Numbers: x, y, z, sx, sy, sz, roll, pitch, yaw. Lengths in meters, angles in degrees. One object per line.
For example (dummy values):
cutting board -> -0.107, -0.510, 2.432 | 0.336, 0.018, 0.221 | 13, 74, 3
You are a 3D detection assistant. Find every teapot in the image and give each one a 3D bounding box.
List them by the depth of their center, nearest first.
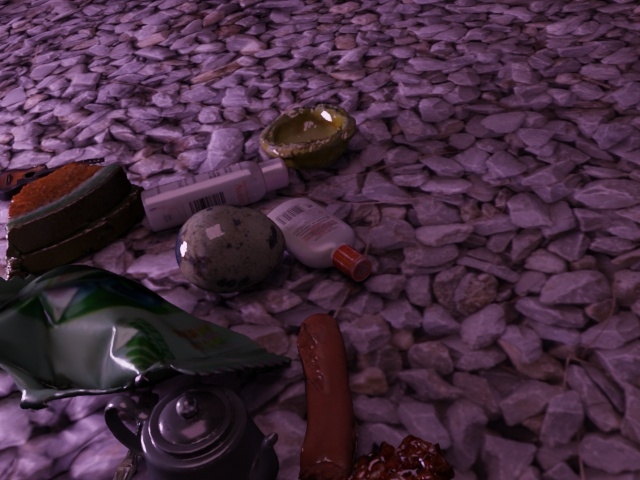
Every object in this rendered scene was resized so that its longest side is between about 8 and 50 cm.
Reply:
teapot -> -0.155, 0.239, 0.913 | 0.239, 0.149, 0.162 | 8, 43, 22

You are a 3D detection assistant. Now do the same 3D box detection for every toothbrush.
toothbrush -> -0.254, 0.310, 0.951 | 0.026, 0.028, 0.294 | -2, 44, 13

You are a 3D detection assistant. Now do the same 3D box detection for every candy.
candy -> -0.265, 0.131, 1.049 | 0.397, 0.172, 0.263 | 6, 10, 24

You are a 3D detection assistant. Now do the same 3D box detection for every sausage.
sausage -> 0.006, 0.195, 0.990 | 0.078, 0.078, 0.304 | -8, 38, 4

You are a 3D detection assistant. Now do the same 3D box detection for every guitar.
guitar -> -0.567, -0.139, 1.590 | 0.233, 0.025, 0.088 | -15, 38, -7

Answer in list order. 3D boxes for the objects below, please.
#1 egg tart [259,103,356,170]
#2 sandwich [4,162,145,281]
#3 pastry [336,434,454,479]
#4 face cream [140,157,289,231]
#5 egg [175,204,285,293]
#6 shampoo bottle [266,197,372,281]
egg tart -> -0.025, -0.197, 1.482 | 0.197, 0.078, 0.197 | -4, 34, 3
sandwich -> -0.464, -0.058, 1.395 | 0.292, 0.109, 0.212 | -21, 40, -12
pastry -> 0.054, 0.301, 0.824 | 0.208, 0.097, 0.115 | -34, 45, -24
face cream -> -0.188, -0.090, 1.391 | 0.269, 0.082, 0.082 | -17, 38, -7
egg -> -0.141, 0.012, 1.205 | 0.181, 0.141, 0.141 | -9, 33, -30
shampoo bottle -> 0.000, 0.000, 1.255 | 0.108, 0.051, 0.221 | -30, 42, -24
